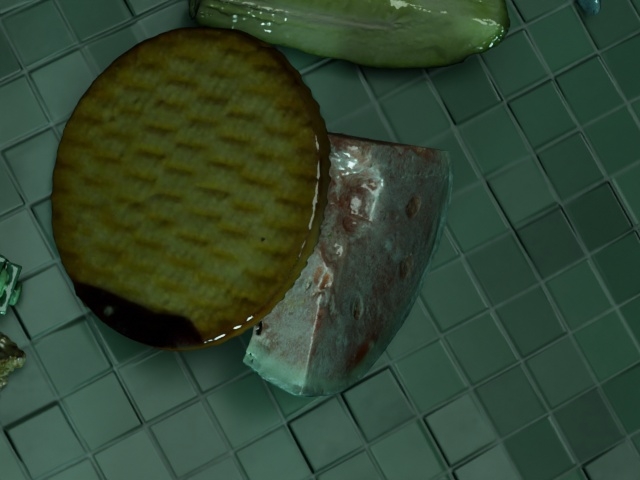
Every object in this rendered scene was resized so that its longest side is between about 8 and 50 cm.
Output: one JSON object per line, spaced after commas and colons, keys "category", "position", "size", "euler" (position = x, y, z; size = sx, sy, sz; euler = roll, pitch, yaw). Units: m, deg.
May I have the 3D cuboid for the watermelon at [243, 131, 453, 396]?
{"category": "watermelon", "position": [0.000, 0.000, 1.688], "size": [0.148, 0.226, 0.318], "euler": [17, 57, 25]}

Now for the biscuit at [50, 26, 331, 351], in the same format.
{"category": "biscuit", "position": [-0.128, -0.052, 1.661], "size": [0.318, 0.040, 0.317], "euler": [-5, 81, 29]}

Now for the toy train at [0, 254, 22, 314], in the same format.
{"category": "toy train", "position": [-0.368, 0.022, 1.656], "size": [0.170, 0.111, 0.071], "euler": [20, 81, -7]}

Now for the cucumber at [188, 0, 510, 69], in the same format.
{"category": "cucumber", "position": [0.029, -0.256, 1.794], "size": [0.325, 0.105, 0.145], "euler": [10, 51, -9]}

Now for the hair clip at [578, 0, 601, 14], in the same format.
{"category": "hair clip", "position": [0.203, -0.349, 1.877], "size": [0.275, 0.048, 0.083], "euler": [32, 77, 1]}

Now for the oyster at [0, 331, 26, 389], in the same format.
{"category": "oyster", "position": [-0.372, 0.131, 1.667], "size": [0.177, 0.056, 0.105], "euler": [-4, 73, -7]}
